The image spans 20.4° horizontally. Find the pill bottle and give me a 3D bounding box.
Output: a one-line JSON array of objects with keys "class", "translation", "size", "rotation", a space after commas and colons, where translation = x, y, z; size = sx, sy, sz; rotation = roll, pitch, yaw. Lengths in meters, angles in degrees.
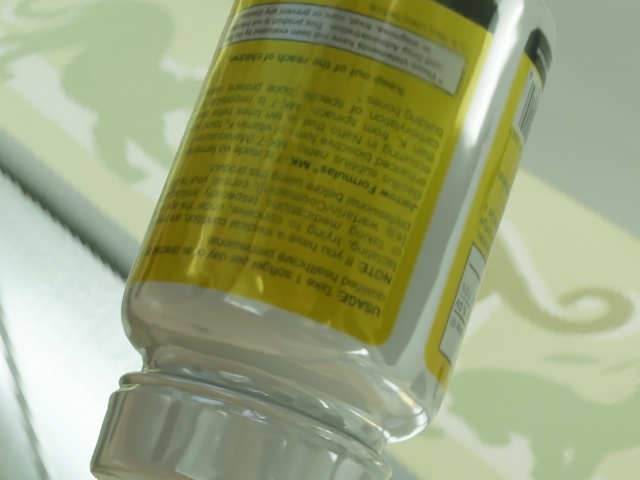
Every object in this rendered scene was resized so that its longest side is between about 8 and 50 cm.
[{"class": "pill bottle", "translation": [0.000, 0.000, 0.631], "size": [0.119, 0.208, 0.119], "rotation": [18, -17, 6]}]
